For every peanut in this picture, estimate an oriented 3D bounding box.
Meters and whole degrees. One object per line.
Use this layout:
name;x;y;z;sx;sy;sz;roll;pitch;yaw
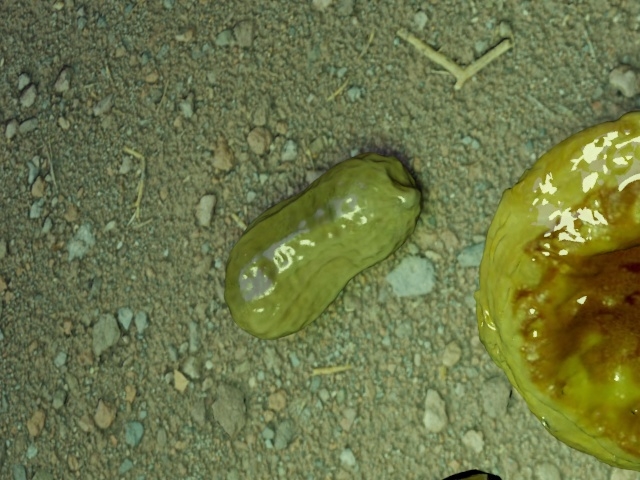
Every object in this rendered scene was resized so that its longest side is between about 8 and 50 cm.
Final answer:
peanut;-0.006;-0.004;1.778;0.291;0.143;0.159;-41;51;15

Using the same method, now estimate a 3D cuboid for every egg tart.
egg tart;0.374;0.041;1.409;0.443;0.443;0.178;-30;21;26

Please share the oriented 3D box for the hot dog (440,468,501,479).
hot dog;0.114;0.430;1.617;0.194;0.107;0.326;-11;73;33
